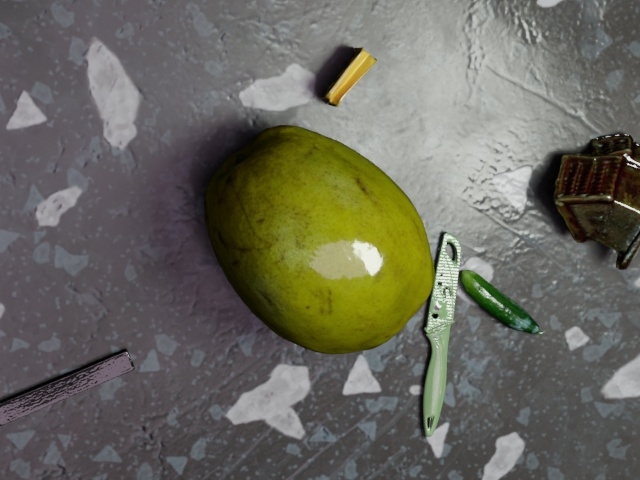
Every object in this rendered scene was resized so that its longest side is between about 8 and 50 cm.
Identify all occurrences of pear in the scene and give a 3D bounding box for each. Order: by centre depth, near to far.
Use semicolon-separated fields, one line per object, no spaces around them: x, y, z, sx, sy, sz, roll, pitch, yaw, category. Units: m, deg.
0.000;0.000;1.624;0.253;0.253;0.307;-42;99;-3;pear

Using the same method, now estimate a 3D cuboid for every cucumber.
0.254;0.094;1.803;0.155;0.037;0.037;37;90;-16;cucumber

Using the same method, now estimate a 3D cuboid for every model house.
0.397;-0.073;1.786;0.152;0.106;0.165;24;58;-5;model house

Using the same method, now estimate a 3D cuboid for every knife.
0.164;0.133;1.799;0.043;0.020;0.293;6;98;-12;knife

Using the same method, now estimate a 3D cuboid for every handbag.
0.035;-0.214;1.686;0.027;0.061;0.083;39;91;-12;handbag

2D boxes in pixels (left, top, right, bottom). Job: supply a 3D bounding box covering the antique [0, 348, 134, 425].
-0.339;0.194;1.694;0.192;0.015;0.031;-22;105;-8;antique
